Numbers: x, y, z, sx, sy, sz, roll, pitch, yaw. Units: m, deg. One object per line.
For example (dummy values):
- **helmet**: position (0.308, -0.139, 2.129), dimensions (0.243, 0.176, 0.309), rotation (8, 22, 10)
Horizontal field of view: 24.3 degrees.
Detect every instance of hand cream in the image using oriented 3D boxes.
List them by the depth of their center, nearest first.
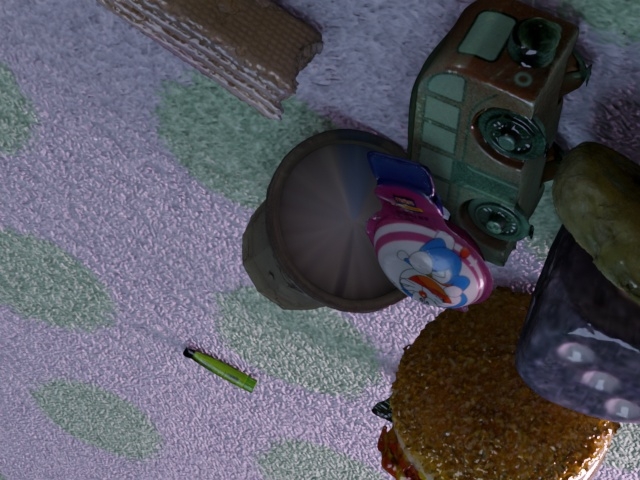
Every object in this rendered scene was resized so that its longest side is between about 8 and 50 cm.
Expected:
- **hand cream**: position (-0.155, 0.197, 2.277), dimensions (0.122, 0.023, 0.036), rotation (27, 160, -3)

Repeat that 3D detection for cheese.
- **cheese**: position (0.106, -0.002, 1.554), dimensions (0.155, 0.062, 0.244), rotation (17, 148, 30)

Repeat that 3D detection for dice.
- **dice**: position (0.326, 0.083, 1.644), dimensions (0.182, 0.181, 0.183), rotation (21, 147, 4)

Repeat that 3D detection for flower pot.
- **flower pot**: position (0.000, 0.000, 1.727), dimensions (0.212, 0.212, 0.202), rotation (32, 155, -14)

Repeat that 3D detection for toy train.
- **toy train**: position (0.173, -0.114, 1.506), dimensions (0.159, 0.129, 0.326), rotation (22, 150, 14)

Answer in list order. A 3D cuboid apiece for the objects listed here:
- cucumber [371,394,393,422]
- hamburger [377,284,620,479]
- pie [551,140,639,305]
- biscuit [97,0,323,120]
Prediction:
- **cucumber**: position (0.206, 0.262, 2.092), dimensions (0.265, 0.077, 0.077), rotation (24, 148, 1)
- **hamburger**: position (0.222, 0.204, 1.800), dimensions (0.276, 0.294, 0.179), rotation (25, 166, 22)
- **pie**: position (0.362, 0.013, 1.464), dimensions (0.323, 0.323, 0.070), rotation (30, 115, -11)
- **biscuit**: position (-0.111, -0.230, 1.532), dimensions (0.239, 0.108, 0.062), rotation (33, 141, -14)
